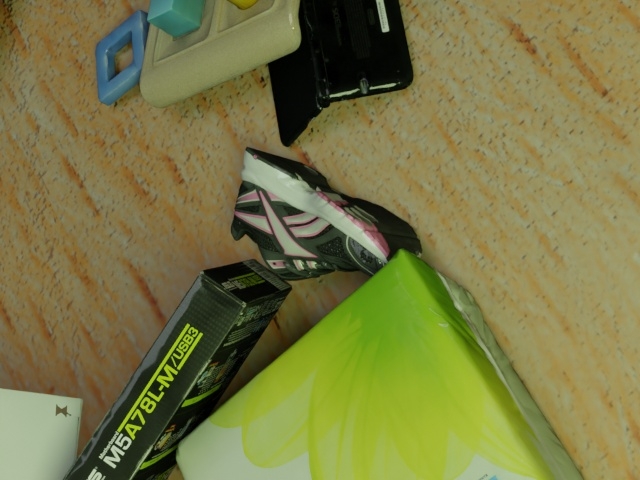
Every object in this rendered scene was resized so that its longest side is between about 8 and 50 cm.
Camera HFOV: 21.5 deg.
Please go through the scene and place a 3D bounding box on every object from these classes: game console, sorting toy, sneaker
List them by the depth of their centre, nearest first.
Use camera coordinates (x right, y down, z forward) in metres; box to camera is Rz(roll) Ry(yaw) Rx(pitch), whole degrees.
[{"bbox_3d":[0.000,0.000,1.208,0.178,0.072,0.077,34,107,47],"label":"sneaker"},{"bbox_3d":[0.011,-0.146,1.277,0.107,0.071,0.122,-11,65,1],"label":"game console"},{"bbox_3d":[-0.079,-0.219,1.305,0.347,0.047,0.196,-18,60,43],"label":"sorting toy"}]

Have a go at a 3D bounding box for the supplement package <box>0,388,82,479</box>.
[{"bbox_3d":[-0.277,0.194,1.227,0.244,0.133,0.139,146,129,-59],"label":"supplement package"}]

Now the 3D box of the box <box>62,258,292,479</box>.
[{"bbox_3d":[-0.098,0.102,1.163,0.045,0.190,0.184,36,97,6],"label":"box"}]

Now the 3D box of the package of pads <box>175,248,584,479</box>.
[{"bbox_3d":[0.051,0.189,1.071,0.229,0.101,0.296,-41,54,17],"label":"package of pads"}]
